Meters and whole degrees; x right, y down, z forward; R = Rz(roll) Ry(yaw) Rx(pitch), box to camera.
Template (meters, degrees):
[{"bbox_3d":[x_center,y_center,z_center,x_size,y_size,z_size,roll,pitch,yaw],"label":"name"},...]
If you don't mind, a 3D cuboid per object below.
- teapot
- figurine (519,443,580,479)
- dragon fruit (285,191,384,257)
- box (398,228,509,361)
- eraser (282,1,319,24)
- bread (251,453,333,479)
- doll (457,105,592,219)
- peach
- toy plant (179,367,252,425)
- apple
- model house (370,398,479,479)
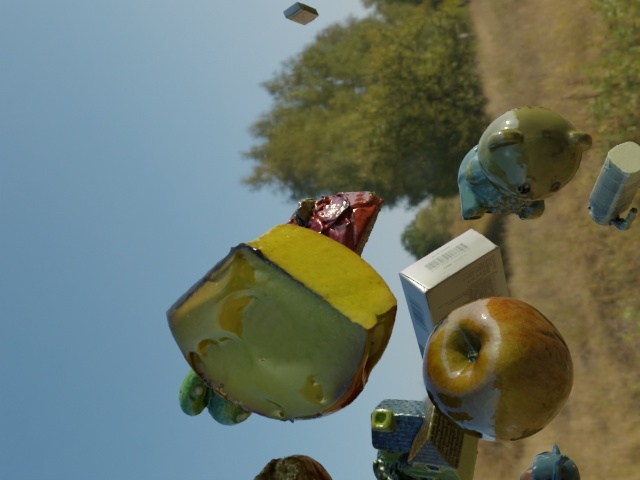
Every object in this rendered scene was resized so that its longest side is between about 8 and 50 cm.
[{"bbox_3d":[0.623,-0.100,1.684,0.107,0.077,0.200,54,163,28],"label":"teapot"},{"bbox_3d":[0.433,0.486,1.557,0.114,0.144,0.178,55,-164,-21],"label":"figurine"},{"bbox_3d":[0.000,0.000,1.985,0.152,0.205,0.317,-12,-55,-79],"label":"dragon fruit"},{"bbox_3d":[0.305,0.153,1.773,0.106,0.200,0.300,40,155,51],"label":"box"},{"bbox_3d":[-0.037,-0.429,1.539,0.083,0.038,0.019,-9,-105,-66],"label":"eraser"},{"bbox_3d":[-0.053,0.485,1.473,0.179,0.133,0.250,55,-164,17],"label":"bread"},{"bbox_3d":[0.350,-0.135,1.431,0.261,0.176,0.162,114,157,-76],"label":"doll"},{"bbox_3d":[-0.069,0.143,1.440,0.242,0.380,0.306,-26,-40,-66],"label":"peach"},{"bbox_3d":[-0.156,0.243,1.701,0.184,0.224,0.316,44,114,49],"label":"toy plant"},{"bbox_3d":[0.305,0.221,1.431,0.264,0.264,0.265,-8,-90,-77],"label":"apple"},{"bbox_3d":[0.186,0.405,1.606,0.195,0.214,0.189,-68,-31,-33],"label":"model house"}]
